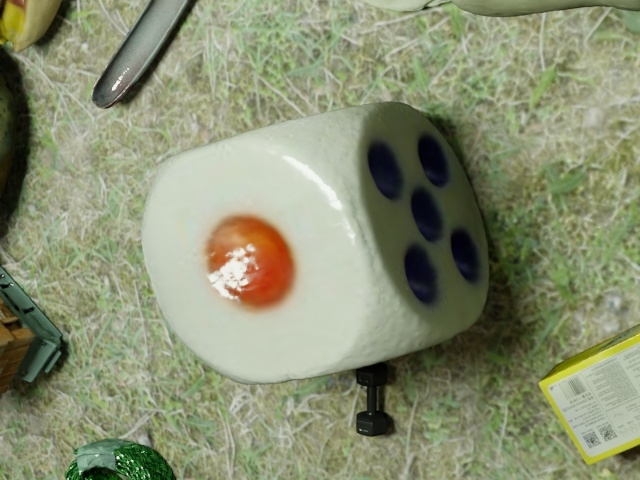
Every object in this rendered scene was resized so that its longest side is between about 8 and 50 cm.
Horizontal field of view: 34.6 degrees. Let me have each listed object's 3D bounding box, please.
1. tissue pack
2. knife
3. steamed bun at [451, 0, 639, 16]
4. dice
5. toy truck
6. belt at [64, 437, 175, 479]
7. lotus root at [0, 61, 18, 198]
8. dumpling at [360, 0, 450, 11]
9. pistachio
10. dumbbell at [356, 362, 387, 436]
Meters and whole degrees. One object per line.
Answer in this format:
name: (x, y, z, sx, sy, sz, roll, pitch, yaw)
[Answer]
tissue pack: (0.311, 0.132, 0.978, 0.176, 0.062, 0.095, -34, 84, 32)
knife: (-0.183, -0.259, 1.205, 0.123, 0.053, 0.278, 45, 121, 11)
steamed bun: (0.267, -0.328, 0.742, 0.255, 0.368, 0.342, 27, 146, 25)
dice: (0.000, 0.000, 1.032, 0.259, 0.251, 0.243, -16, 90, 33)
toy truck: (-0.513, 0.066, 1.407, 0.338, 0.184, 0.133, 43, 116, 20)
belt: (-0.264, 0.326, 1.374, 0.151, 0.079, 0.121, 24, 102, 14)
lotus root: (-0.510, -0.167, 1.367, 0.267, 0.149, 0.260, 33, 107, 19)
dumpling: (0.109, -0.316, 0.976, 0.179, 0.131, 0.252, 27, 127, 1)
pistachio: (-0.373, -0.338, 1.276, 0.145, 0.117, 0.201, -120, 38, -54)
dumbbell: (0.058, 0.178, 1.161, 0.036, 0.040, 0.083, 21, 114, 59)
